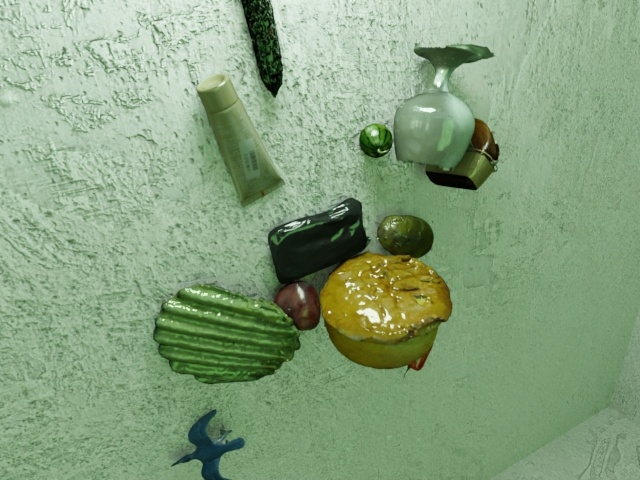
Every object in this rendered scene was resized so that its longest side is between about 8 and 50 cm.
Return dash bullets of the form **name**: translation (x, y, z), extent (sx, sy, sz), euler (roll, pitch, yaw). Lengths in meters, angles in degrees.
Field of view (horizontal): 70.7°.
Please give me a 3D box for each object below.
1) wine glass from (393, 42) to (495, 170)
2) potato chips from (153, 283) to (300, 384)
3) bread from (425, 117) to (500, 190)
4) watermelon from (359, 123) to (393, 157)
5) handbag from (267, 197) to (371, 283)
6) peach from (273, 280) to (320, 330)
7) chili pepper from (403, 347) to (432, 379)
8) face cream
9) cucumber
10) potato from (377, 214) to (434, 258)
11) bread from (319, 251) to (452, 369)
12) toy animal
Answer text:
- **wine glass**: translation (0.329, -0.364, 1.260), extent (0.237, 0.238, 0.323), euler (1, 105, -29)
- **potato chips**: translation (-0.275, 0.295, 1.323), extent (0.428, 0.070, 0.359), euler (16, 118, -20)
- **bread**: translation (0.436, -0.269, 1.385), extent (0.142, 0.224, 0.212), euler (32, 81, -42)
- **watermelon**: translation (0.158, -0.282, 1.293), extent (0.108, 0.109, 0.109), euler (-12, 118, -24)
- **handbag**: translation (0.003, -0.001, 1.360), extent (0.332, 0.075, 0.192), euler (-23, 122, -19)
- **peach**: translation (-0.071, 0.195, 1.380), extent (0.151, 0.152, 0.152), euler (-12, 118, -24)
- **chili pepper**: translation (0.375, 0.472, 1.791), extent (0.086, 0.084, 0.192), euler (27, 94, -19)
- **face cream**: translation (-0.201, -0.242, 1.138), extent (0.137, 0.084, 0.341), euler (-31, 133, -10)
- **cucumber**: translation (-0.136, -0.488, 1.053), extent (0.072, 0.072, 0.300), euler (-23, 122, -18)
- **potato**: translation (0.290, -0.010, 1.491), extent (0.251, 0.113, 0.150), euler (22, 103, -35)
- **bread**: translation (0.193, 0.202, 1.366), extent (0.397, 0.398, 0.216), euler (-17, 130, -21)
- **toy animal**: translation (-0.352, 0.683, 1.448), extent (0.255, 0.239, 0.176), euler (-31, 171, 38)
